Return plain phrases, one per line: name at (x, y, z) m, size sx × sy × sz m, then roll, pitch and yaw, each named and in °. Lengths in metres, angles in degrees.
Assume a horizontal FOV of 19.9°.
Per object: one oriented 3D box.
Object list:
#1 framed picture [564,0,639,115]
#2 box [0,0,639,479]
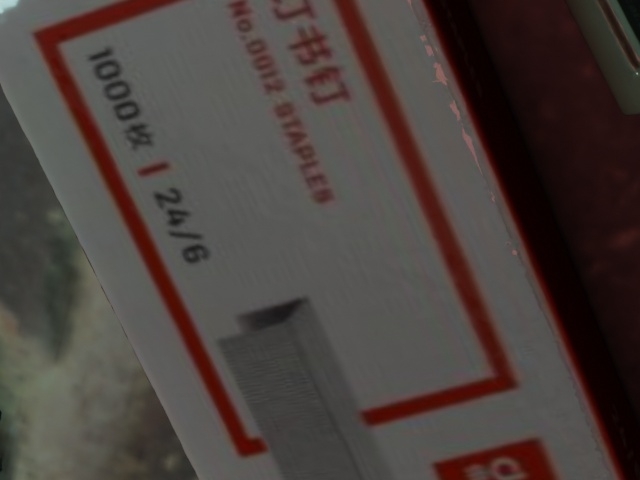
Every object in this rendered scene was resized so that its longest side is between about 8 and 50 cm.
framed picture at (0.076, -0.140, 0.375) m, size 0.184 × 0.016 × 0.250 m, roll -2°, pitch 124°, yaw 55°
box at (0.000, 0.000, 0.501) m, size 0.123 × 0.050 × 0.229 m, roll -16°, pitch 112°, yaw 20°
